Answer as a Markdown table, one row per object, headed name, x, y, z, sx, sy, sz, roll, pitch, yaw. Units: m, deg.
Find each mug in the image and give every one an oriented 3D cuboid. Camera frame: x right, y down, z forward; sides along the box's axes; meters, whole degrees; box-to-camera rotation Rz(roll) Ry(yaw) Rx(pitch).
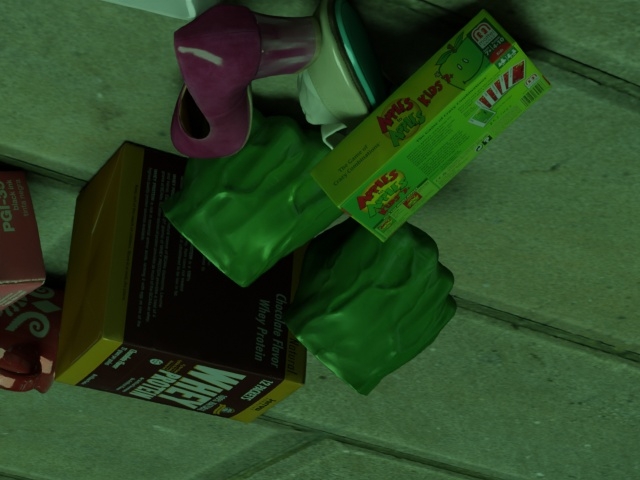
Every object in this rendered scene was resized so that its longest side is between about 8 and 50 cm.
| name | x | y | z | sx | sy | sz | roll | pitch | yaw |
| --- | --- | --- | --- | --- | --- | --- | --- | --- | --- |
| mug | -0.344 | 0.082 | 1.922 | 0.169 | 0.113 | 0.150 | 18 | 178 | -17 |

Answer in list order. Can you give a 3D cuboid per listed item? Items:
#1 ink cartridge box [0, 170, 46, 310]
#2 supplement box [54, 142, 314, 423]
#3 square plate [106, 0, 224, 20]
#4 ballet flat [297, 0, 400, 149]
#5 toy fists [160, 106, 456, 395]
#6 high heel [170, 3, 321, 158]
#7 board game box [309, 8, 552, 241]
| name | x | y | z | sx | sy | sz | roll | pitch | yaw |
| --- | --- | --- | --- | --- | --- | --- | --- | --- | --- |
| ink cartridge box | -0.426 | 0.022 | 1.709 | 0.283 | 0.117 | 0.207 | -2 | 164 | -38 |
| supplement box | -0.121 | 0.044 | 1.715 | 0.194 | 0.191 | 0.129 | 15 | 153 | -22 |
| square plate | -0.144 | -0.264 | 1.201 | 0.344 | 0.049 | 0.347 | 11 | 155 | -31 |
| ballet flat | 0.028 | -0.106 | 1.494 | 0.086 | 0.086 | 0.248 | -7 | 151 | 24 |
| toy fists | 0.000 | 0.000 | 1.625 | 0.142 | 0.096 | 0.279 | -44 | 108 | 8 |
| high heel | -0.099 | -0.116 | 1.455 | 0.117 | 0.082 | 0.244 | -4 | 171 | -27 |
| board game box | 0.086 | -0.086 | 1.449 | 0.181 | 0.043 | 0.092 | -43 | 150 | 7 |
